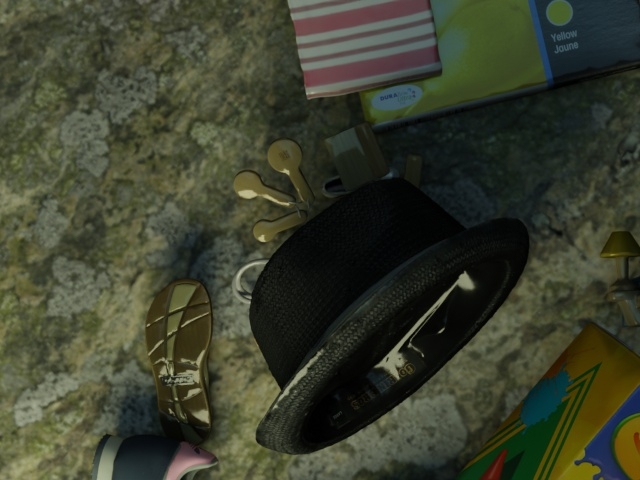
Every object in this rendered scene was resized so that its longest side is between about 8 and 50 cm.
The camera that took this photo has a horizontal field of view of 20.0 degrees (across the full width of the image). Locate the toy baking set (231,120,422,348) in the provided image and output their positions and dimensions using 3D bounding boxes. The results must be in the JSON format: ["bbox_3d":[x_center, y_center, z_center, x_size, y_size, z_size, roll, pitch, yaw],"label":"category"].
[{"bbox_3d":[0.007,-0.001,1.876,0.196,0.030,0.256,3,107,3],"label":"toy baking set"}]

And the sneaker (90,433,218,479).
[{"bbox_3d":[-0.166,0.358,1.854,0.131,0.112,0.319,-1,90,7],"label":"sneaker"}]

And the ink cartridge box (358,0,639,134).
[{"bbox_3d":[0.161,-0.293,1.868,0.303,0.072,0.307,-14,90,5],"label":"ink cartridge box"}]

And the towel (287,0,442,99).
[{"bbox_3d":[0.039,-0.250,1.835,0.144,0.029,0.197,-10,91,9],"label":"towel"}]

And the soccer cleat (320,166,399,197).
[{"bbox_3d":[0.041,-0.060,1.886,0.083,0.035,0.029,-9,88,5],"label":"soccer cleat"}]

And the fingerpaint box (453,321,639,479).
[{"bbox_3d":[0.314,0.362,1.711,0.445,0.163,0.371,41,91,-19],"label":"fingerpaint box"}]

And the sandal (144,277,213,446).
[{"bbox_3d":[-0.141,0.125,1.894,0.072,0.049,0.180,-1,103,10],"label":"sandal"}]

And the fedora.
[{"bbox_3d":[0.039,0.055,1.767,0.334,0.334,0.152,-41,70,3],"label":"fedora"}]

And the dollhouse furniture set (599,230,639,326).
[{"bbox_3d":[0.438,-0.020,1.731,0.303,0.286,0.198,0,84,-3],"label":"dollhouse furniture set"}]
